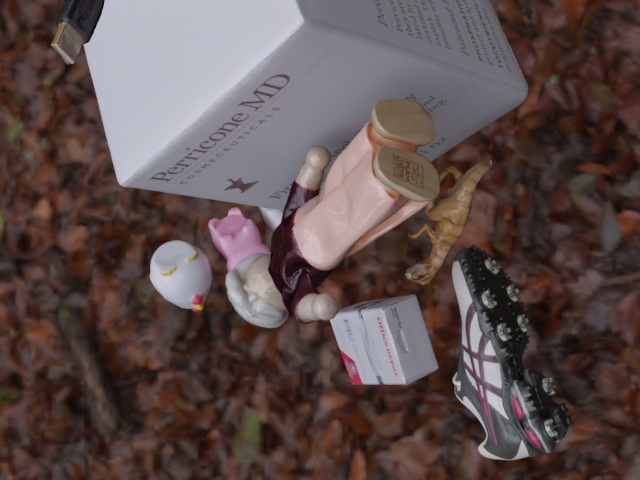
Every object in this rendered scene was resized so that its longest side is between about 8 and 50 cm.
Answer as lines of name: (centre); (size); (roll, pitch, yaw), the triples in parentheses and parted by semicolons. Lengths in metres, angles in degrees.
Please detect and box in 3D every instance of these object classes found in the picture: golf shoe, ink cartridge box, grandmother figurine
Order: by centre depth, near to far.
grandmother figurine: (0.000, 0.000, 1.190); (0.342, 0.104, 0.208); (-43, 30, 46)
golf shoe: (0.206, 0.143, 1.372); (0.120, 0.105, 0.273); (-26, 78, 35)
ink cartridge box: (0.087, 0.140, 1.531); (0.150, 0.063, 0.109); (-14, 95, 61)

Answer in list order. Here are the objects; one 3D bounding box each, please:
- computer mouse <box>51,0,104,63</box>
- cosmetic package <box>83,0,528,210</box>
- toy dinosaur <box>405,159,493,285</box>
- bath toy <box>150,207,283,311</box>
computer mouse: (-0.236, -0.131, 0.648); (0.060, 0.184, 0.262); (-49, 19, 48)
cosmetic package: (-0.032, -0.254, 1.320); (0.329, 0.393, 0.327); (-35, 62, 36)
toy dinosaur: (0.152, -0.042, 1.239); (0.112, 0.064, 0.211); (-115, 35, -42)
bath toy: (-0.107, 0.018, 1.814); (0.151, 0.348, 0.129); (52, 165, 50)
